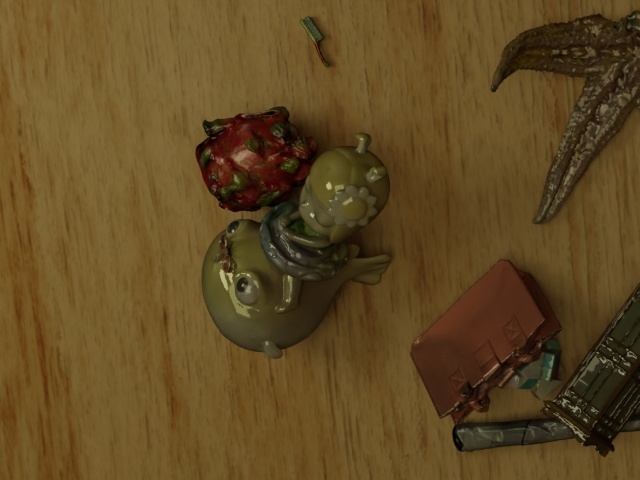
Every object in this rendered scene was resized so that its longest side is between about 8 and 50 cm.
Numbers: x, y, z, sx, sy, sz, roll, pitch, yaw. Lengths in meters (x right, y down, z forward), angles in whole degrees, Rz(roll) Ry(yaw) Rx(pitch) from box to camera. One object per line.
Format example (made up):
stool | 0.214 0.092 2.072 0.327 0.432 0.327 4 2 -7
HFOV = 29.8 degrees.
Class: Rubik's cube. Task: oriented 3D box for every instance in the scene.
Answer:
Rubik's cube | 0.312 0.184 1.718 0.073 0.084 0.075 11 116 22

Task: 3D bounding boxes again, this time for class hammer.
hammer | 0.384 0.254 1.698 0.426 0.044 0.152 -8 91 29

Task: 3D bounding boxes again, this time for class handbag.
handbag | 0.233 0.145 1.708 0.212 0.059 0.157 -46 37 19

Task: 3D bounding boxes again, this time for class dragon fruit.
dragon fruit | -0.092 -0.126 1.776 0.172 0.160 0.166 -25 129 25

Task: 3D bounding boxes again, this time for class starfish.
starfish | 0.427 -0.207 1.611 0.398 0.132 0.384 -4 101 6

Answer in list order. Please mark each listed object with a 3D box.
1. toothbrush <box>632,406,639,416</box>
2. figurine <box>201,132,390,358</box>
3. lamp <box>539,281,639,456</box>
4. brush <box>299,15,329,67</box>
toothbrush | 0.458 0.105 1.684 0.025 0.029 0.307 6 98 17
figurine | 0.000 0.000 1.718 0.394 0.274 0.227 -55 41 41
lamp | 0.434 0.130 1.613 0.090 0.089 0.325 37 93 41
brush | -0.003 -0.298 1.802 0.021 0.019 0.083 -29 85 10
